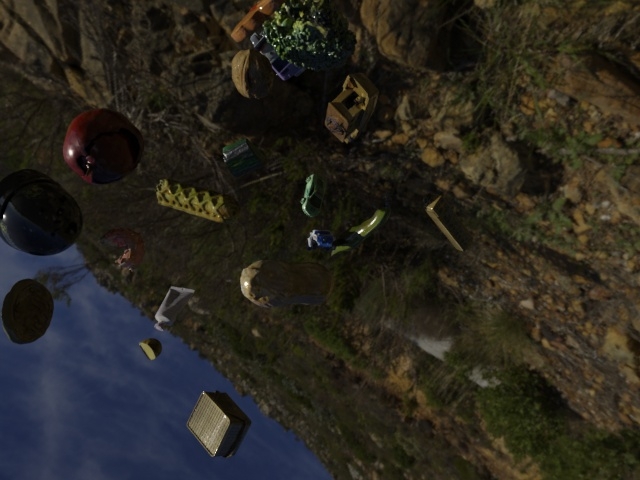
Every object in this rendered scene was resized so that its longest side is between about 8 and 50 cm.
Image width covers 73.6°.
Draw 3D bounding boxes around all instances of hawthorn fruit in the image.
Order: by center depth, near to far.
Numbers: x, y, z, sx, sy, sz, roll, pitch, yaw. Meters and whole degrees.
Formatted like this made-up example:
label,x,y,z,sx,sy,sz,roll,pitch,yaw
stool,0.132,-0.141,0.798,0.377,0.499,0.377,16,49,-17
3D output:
label,x,y,z,sx,sy,sz,roll,pitch,yaw
hawthorn fruit,-0.433,-0.178,0.845,0.148,0.148,0.172,30,-149,-20

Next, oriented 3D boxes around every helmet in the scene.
label,x,y,z,sx,sy,sz,roll,pitch,yaw
helmet,-0.842,-0.068,1.312,0.160,0.278,0.230,24,-134,23

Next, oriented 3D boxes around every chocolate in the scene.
label,x,y,z,sx,sy,sz,roll,pitch,yaw
chocolate,-0.090,0.119,1.179,0.309,0.134,0.134,5,-152,-45

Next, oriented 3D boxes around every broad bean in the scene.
label,x,y,z,sx,sy,sz,roll,pitch,yaw
broad bean,0.139,-0.036,1.414,0.067,0.325,0.075,-2,-121,-50

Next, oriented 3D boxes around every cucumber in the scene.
label,x,y,z,sx,sy,sz,roll,pitch,yaw
cucumber,-0.236,-0.247,1.320,0.116,0.115,0.062,41,-144,-51

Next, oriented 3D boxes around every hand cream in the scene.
label,x,y,z,sx,sy,sz,roll,pitch,yaw
hand cream,-0.431,0.197,1.241,0.084,0.053,0.142,8,-132,17

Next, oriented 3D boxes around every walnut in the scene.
label,x,y,z,sx,sy,sz,roll,pitch,yaw
walnut,-0.252,-0.621,1.589,0.155,0.155,0.184,39,150,28

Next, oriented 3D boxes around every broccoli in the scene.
label,x,y,z,sx,sy,sz,roll,pitch,yaw
broccoli,-0.040,-0.775,1.597,0.324,0.272,0.334,-21,-166,-39

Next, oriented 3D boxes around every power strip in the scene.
label,x,y,z,sx,sy,sz,roll,pitch,yaw
power strip,0.414,-0.057,1.378,0.305,0.064,0.044,41,173,-36

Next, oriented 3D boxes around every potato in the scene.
label,x,y,z,sx,sy,sz,roll,pitch,yaw
potato,-0.690,0.444,1.778,0.066,0.103,0.096,-41,-73,-41

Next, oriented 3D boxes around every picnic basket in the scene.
label,x,y,z,sx,sy,sz,roll,pitch,yaw
picnic basket,-0.280,0.502,1.178,0.164,0.115,0.079,24,176,42

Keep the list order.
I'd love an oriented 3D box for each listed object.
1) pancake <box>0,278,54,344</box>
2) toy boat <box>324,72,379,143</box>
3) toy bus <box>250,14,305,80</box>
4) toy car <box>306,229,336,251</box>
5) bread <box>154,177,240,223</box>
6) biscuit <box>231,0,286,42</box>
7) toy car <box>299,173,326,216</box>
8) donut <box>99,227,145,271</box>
label,x,y,z,sx,sy,sz,roll,pitch,yaw
pancake,-1.038,0.250,1.535,0.050,0.241,0.242,-4,-168,1
toy boat,0.047,-0.209,0.714,0.057,0.077,0.200,45,176,2
toy bus,-0.172,-0.911,2.002,0.249,0.209,0.440,45,-165,-26
toy car,0.000,0.000,1.444,0.080,0.070,0.171,2,177,-10
bread,-0.352,-0.113,1.243,0.270,0.098,0.087,16,-136,20
biscuit,-0.141,-0.720,1.281,0.047,0.334,0.202,47,172,-29
toy car,-0.019,-0.176,1.669,0.093,0.058,0.186,35,-128,-34
donut,-0.635,0.014,1.395,0.166,0.117,0.065,40,169,12
